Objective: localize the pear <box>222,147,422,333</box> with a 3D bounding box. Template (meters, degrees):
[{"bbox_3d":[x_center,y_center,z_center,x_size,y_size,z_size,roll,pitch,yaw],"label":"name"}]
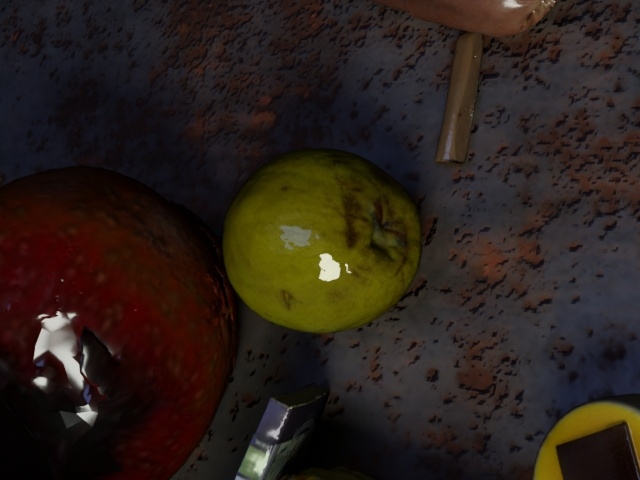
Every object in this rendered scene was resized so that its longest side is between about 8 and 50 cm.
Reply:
[{"bbox_3d":[0.000,0.000,0.855,0.162,0.149,0.149,-2,75,41],"label":"pear"}]

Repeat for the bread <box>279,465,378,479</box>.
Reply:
[{"bbox_3d":[0.054,0.277,0.757,0.234,0.110,0.184,18,90,41],"label":"bread"}]

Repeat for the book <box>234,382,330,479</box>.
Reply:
[{"bbox_3d":[-0.056,0.223,0.828,0.026,0.157,0.231,24,91,11],"label":"book"}]

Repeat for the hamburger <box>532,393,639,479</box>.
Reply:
[{"bbox_3d":[0.208,0.158,0.694,0.141,0.081,0.127,-47,51,31],"label":"hamburger"}]

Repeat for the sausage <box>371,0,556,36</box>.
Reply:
[{"bbox_3d":[0.028,-0.264,0.953,0.433,0.088,0.088,33,97,39],"label":"sausage"}]

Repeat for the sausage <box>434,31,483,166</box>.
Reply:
[{"bbox_3d":[0.114,-0.117,0.881,0.026,0.026,0.116,3,78,37],"label":"sausage"}]

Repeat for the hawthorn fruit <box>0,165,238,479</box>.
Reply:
[{"bbox_3d":[-0.210,0.084,0.889,0.316,0.316,0.316,-12,70,34],"label":"hawthorn fruit"}]
